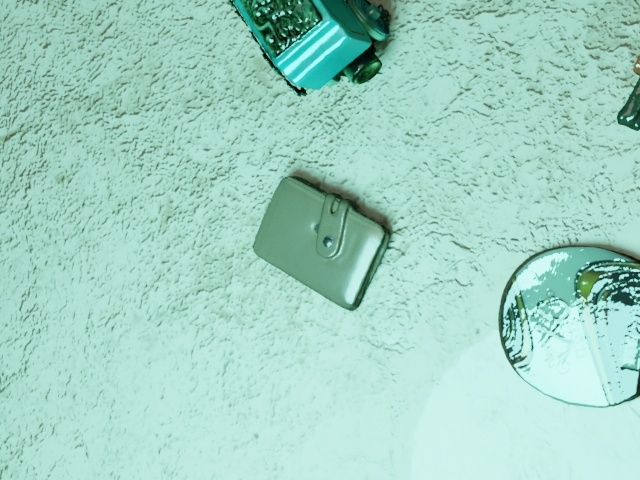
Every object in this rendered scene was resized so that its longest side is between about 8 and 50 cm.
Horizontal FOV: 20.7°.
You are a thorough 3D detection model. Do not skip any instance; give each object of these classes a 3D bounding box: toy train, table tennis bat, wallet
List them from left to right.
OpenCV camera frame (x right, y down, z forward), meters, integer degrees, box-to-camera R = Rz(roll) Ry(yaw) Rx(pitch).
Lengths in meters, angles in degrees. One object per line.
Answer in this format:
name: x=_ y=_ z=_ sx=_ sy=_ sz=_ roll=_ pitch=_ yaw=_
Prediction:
toy train: x=-0.019 y=-0.262 z=1.967 sx=0.112 sy=0.163 sz=0.203 roll=-41 pitch=72 yaw=20
wallet: x=0.000 y=0.000 z=2.025 sx=0.153 sy=0.039 sz=0.118 roll=30 pitch=105 yaw=26
table tennis bat: x=0.328 y=0.100 z=1.862 sx=0.301 sy=0.022 sz=0.173 roll=10 pitch=95 yaw=29

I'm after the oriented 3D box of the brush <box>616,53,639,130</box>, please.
brush: x=0.395 y=-0.258 z=1.805 sx=0.051 sy=0.070 sz=0.323 roll=36 pitch=103 yaw=22
